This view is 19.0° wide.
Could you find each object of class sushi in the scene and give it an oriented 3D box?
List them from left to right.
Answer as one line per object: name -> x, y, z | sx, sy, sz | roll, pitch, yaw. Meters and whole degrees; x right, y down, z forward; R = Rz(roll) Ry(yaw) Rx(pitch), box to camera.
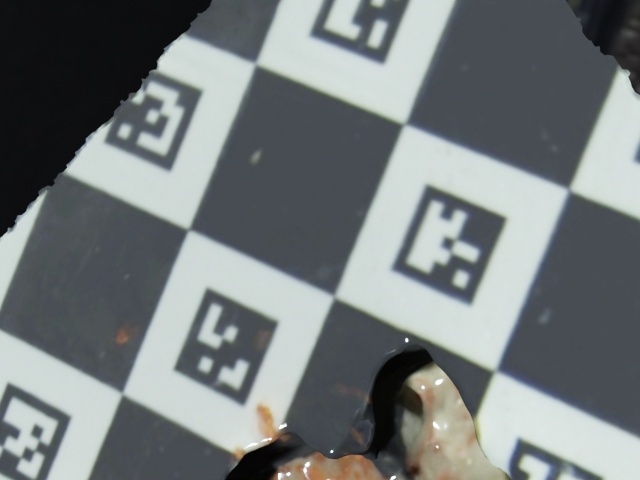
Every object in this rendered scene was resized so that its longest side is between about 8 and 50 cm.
sushi -> 0.005, 0.077, 0.517 | 0.290, 0.264, 0.050 | -45, -25, 15
